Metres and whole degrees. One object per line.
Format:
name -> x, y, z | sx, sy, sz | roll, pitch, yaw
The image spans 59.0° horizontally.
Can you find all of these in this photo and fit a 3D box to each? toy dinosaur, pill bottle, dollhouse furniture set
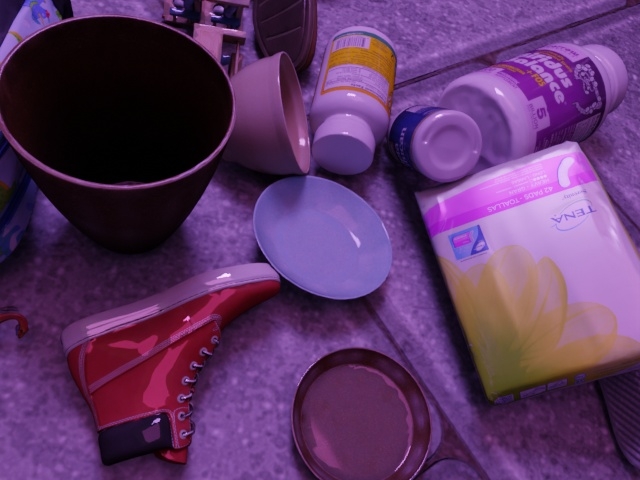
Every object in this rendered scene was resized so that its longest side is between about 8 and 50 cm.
toy dinosaur -> -0.353, 0.092, 0.588 | 0.082, 0.090, 0.047 | -15, 80, 11
pill bottle -> 0.342, -0.214, 0.894 | 0.302, 0.169, 0.169 | -26, 71, -27
dollhouse furniture set -> -0.180, -0.313, 0.851 | 0.129, 0.129, 0.183 | 5, 90, -12
pill bottle -> 0.150, -0.143, 0.800 | 0.094, 0.169, 0.094 | -3, 107, -10
pill bottle -> 0.047, -0.204, 0.835 | 0.118, 0.117, 0.208 | 15, 58, -7

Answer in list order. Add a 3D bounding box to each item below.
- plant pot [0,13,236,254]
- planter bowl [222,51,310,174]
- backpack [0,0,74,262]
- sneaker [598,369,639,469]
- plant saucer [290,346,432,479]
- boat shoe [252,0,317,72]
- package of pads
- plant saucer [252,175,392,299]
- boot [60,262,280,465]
plant pot -> -0.215, -0.083, 0.626 | 0.216, 0.230, 0.215 | 7, 60, -13
planter bowl -> -0.085, -0.162, 0.765 | 0.109, 0.162, 0.162 | -8, 61, 10
backpack -> -0.424, -0.131, 0.596 | 0.290, 0.273, 0.355 | -4, 42, -9
sneaker -> 0.457, 0.157, 0.767 | 0.161, 0.102, 0.281 | 2, 71, -19
plant saucer -> 0.046, 0.208, 0.656 | 0.169, 0.029, 0.168 | 7, 60, -13
boat shoe -> -0.047, -0.409, 0.924 | 0.104, 0.111, 0.307 | 8, 72, -61
package of pads -> 0.276, 0.038, 0.723 | 0.229, 0.101, 0.296 | -18, 65, 10
plant saucer -> 0.000, 0.000, 0.743 | 0.195, 0.037, 0.194 | 14, 51, -18
boot -> -0.132, 0.135, 0.617 | 0.244, 0.088, 0.176 | -23, 71, -19
